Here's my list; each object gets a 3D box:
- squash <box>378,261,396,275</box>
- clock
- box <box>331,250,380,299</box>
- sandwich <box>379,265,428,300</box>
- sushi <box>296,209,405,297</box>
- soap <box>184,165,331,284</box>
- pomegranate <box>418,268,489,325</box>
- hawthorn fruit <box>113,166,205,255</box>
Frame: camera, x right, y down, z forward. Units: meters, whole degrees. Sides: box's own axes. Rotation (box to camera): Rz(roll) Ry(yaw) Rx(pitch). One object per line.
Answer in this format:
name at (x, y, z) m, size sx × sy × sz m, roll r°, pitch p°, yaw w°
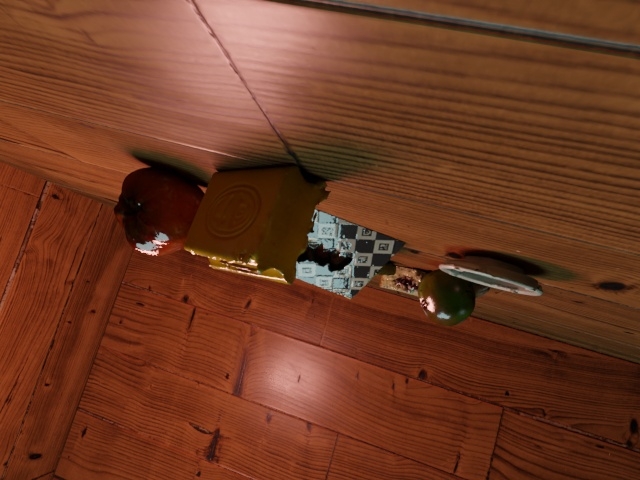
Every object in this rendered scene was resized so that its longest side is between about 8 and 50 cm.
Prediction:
squash at (0.162, 0.087, 1.646) m, size 0.200 × 0.075 × 0.090 m, roll 20°, pitch -162°, yaw -16°
clock at (0.398, 0.074, 1.093) m, size 0.236 × 0.053 × 0.236 m, roll 18°, pitch 175°, yaw 2°
box at (0.034, 0.062, 1.361) m, size 0.240 × 0.071 × 0.159 m, roll 27°, pitch 130°, yaw -13°
sandwich at (0.342, 0.154, 1.647) m, size 0.288 × 0.100 × 0.254 m, roll 15°, pitch 179°, yaw 16°
sushi at (0.030, 0.025, 1.244) m, size 0.289 × 0.050 × 0.264 m, roll 21°, pitch 131°, yaw -19°
soap at (-0.138, -0.036, 0.908) m, size 0.096 × 0.205 × 0.324 m, roll 26°, pitch 168°, yaw -36°
pomegranate at (0.394, 0.155, 1.374) m, size 0.209 × 0.180 × 0.180 m, roll -19°, pitch 175°, yaw -5°
hawthorn fruit at (-0.390, -0.070, 1.219) m, size 0.224 × 0.224 × 0.260 m, roll 12°, pitch -176°, yaw 35°
